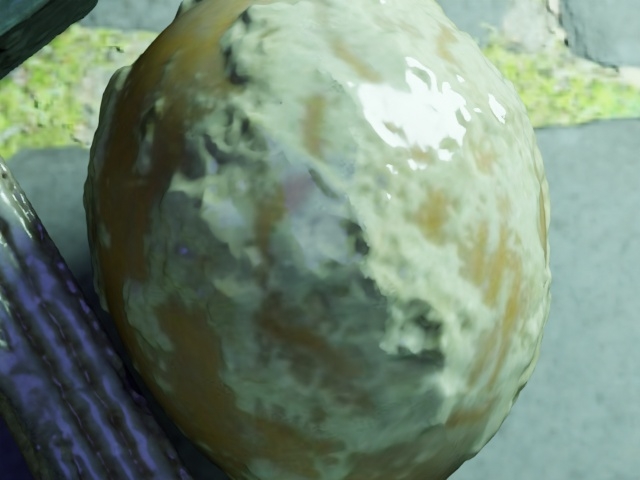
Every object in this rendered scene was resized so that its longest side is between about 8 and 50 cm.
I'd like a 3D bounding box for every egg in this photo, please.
[{"bbox_3d":[0.000,0.000,0.739,0.203,0.203,0.245,-9,82,-5],"label":"egg"}]

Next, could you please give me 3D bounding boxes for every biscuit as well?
[{"bbox_3d":[-0.126,0.049,0.761,0.062,0.108,0.239,-31,78,-9],"label":"biscuit"}]

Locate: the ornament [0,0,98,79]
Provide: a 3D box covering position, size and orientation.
[{"bbox_3d":[-0.188,-0.208,0.848,0.202,0.080,0.236,-42,83,-16],"label":"ornament"}]
